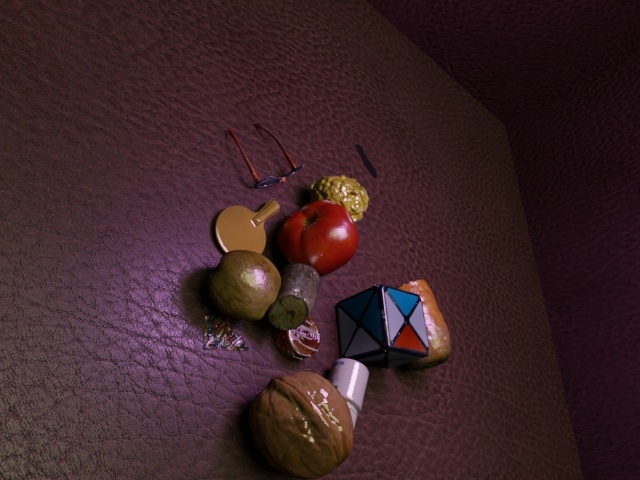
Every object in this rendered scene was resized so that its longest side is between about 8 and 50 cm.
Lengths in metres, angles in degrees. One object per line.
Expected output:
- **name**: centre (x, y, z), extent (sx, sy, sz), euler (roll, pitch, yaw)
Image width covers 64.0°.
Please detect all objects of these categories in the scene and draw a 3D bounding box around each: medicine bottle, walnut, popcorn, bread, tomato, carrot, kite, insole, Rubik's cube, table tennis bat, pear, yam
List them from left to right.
- **kite**: centre (-0.303, 0.263, 1.571), extent (0.232, 0.009, 0.189), euler (52, 41, -11)
- **pear**: centre (-0.238, 0.127, 1.574), extent (0.211, 0.188, 0.228), euler (41, 36, -24)
- **table tennis bat**: centre (-0.242, -0.052, 1.783), extent (0.198, 0.050, 0.321), euler (54, 44, -11)
- **yam**: centre (-0.082, 0.174, 1.696), extent (0.154, 0.154, 0.254), euler (49, 22, -15)
- **bread**: centre (-0.076, 0.324, 1.728), extent (0.160, 0.073, 0.160), euler (23, 54, -37)
- **walnut**: centre (-0.052, 0.533, 1.492), extent (0.313, 0.277, 0.252), euler (56, 3, 3)
- **tomato**: centre (0.000, 0.000, 1.854), extent (0.226, 0.299, 0.298), euler (67, 33, -34)
- **popcorn**: centre (0.070, -0.151, 2.045), extent (0.259, 0.259, 0.212), euler (16, 72, -41)
- **medicine bottle**: centre (0.077, 0.532, 1.725), extent (0.139, 0.139, 0.236), euler (41, 45, -24)
- **insole**: centre (0.222, -0.385, 2.488), extent (0.064, 0.004, 0.188), euler (-32, 93, -50)
- **Rubik's cube**: centre (0.228, 0.329, 1.911), extent (0.250, 0.248, 0.246), euler (18, 56, -38)
- **carrot**: centre (0.399, 0.352, 2.104), extent (0.224, 0.224, 0.340), euler (7, 57, -44)

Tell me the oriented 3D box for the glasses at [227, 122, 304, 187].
- **glasses**: centre (-0.208, -0.334, 1.923), extent (0.234, 0.118, 0.268), euler (-30, 92, -49)
